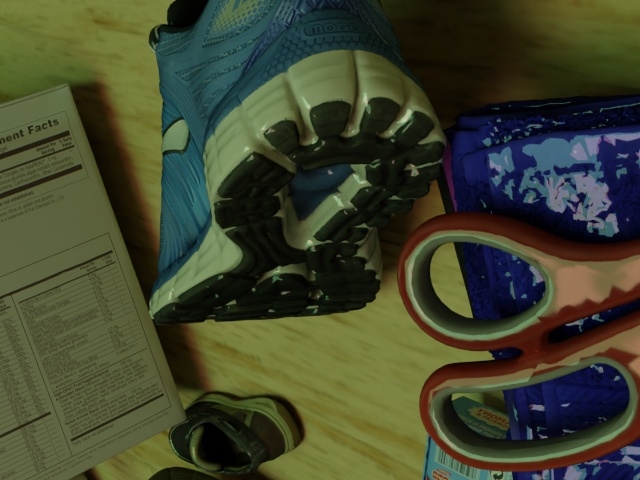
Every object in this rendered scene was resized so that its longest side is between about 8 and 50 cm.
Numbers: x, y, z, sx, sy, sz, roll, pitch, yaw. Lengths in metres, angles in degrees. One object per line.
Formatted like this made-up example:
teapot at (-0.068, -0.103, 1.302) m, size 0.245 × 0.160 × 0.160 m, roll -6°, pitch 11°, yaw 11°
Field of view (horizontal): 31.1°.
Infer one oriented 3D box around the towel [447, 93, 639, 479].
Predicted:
towel at (0.171, 0.090, 0.460) m, size 0.227 × 0.076 × 0.308 m, roll -1°, pitch 109°, yaw 34°

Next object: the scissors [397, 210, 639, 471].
scissors at (0.153, 0.013, 0.393) m, size 0.297 × 0.021 × 0.109 m, roll -17°, pitch 95°, yaw 33°

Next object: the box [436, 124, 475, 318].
box at (0.129, -0.003, 0.538) m, size 0.162 × 0.029 × 0.116 m, roll 1°, pitch 112°, yaw 50°

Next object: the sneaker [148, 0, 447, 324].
sneaker at (-0.025, -0.048, 0.610) m, size 0.330 × 0.129 × 0.147 m, roll 124°, pitch 141°, yaw -63°

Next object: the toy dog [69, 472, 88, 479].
toy dog at (-0.275, 0.275, 1.063) m, size 0.220 × 0.161 × 0.334 m, roll -30°, pitch 88°, yaw 52°

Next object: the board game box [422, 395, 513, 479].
board game box at (0.121, 0.211, 0.626) m, size 0.160 × 0.039 × 0.212 m, roll 20°, pitch 114°, yaw 36°

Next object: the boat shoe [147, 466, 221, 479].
boat shoe at (-0.035, 0.234, 0.839) m, size 0.223 × 0.080 × 0.073 m, roll 19°, pitch 155°, yaw 27°

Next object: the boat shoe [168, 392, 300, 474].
boat shoe at (-0.076, 0.145, 0.845) m, size 0.152 × 0.049 × 0.056 m, roll -21°, pitch 95°, yaw 53°

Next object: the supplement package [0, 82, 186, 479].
supplement package at (-0.262, 0.044, 0.862) m, size 0.199 × 0.198 × 0.263 m, roll 2°, pitch 113°, yaw 58°
